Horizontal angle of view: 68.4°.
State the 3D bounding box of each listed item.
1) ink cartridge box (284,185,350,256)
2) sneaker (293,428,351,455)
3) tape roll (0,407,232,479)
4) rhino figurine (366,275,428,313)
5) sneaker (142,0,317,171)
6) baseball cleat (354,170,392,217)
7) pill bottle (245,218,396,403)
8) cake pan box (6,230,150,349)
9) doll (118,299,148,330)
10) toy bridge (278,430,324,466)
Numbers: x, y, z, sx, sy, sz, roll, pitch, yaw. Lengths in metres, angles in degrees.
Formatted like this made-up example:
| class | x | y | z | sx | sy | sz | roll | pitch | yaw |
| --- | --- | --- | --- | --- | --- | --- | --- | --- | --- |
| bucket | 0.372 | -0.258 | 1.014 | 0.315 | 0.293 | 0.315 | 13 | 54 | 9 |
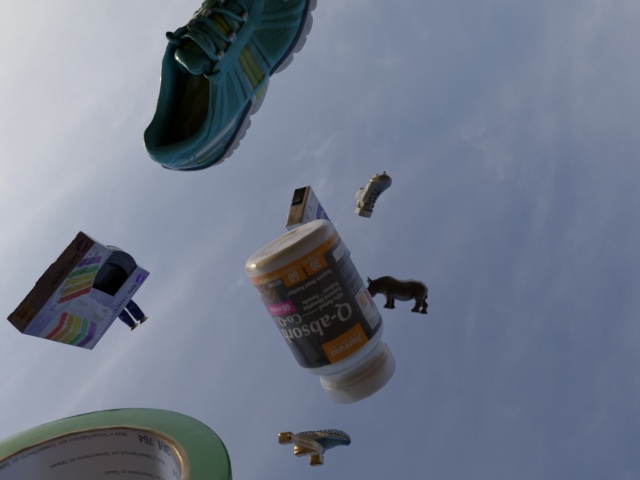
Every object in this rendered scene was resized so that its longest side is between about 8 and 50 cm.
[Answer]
| class | x | y | z | sx | sy | sz | roll | pitch | yaw |
| --- | --- | --- | --- | --- | --- | --- | --- | --- | --- |
| ink cartridge box | 0.000 | 0.000 | 1.500 | 0.065 | 0.333 | 0.165 | -12 | -136 | 24 |
| sneaker | 0.006 | 0.559 | 1.285 | 0.162 | 0.063 | 0.073 | -9 | -104 | 13 |
| tape roll | -0.246 | 0.279 | 0.457 | 0.321 | 0.321 | 0.077 | 1 | -79 | 15 |
| rhino figurine | 0.229 | 0.168 | 1.516 | 0.243 | 0.073 | 0.106 | 8 | -98 | 9 |
| sneaker | -0.089 | -0.186 | 0.454 | 0.107 | 0.110 | 0.275 | 30 | -72 | 9 |
| baseball cleat | 0.159 | -0.128 | 1.421 | 0.072 | 0.206 | 0.109 | 8 | -105 | -12 |
| pill bottle | 0.007 | 0.118 | 0.783 | 0.162 | 0.162 | 0.278 | -29 | -80 | -4 |
| cake pan box | -0.579 | 0.129 | 1.170 | 0.070 | 0.246 | 0.267 | 30 | -104 | 20 |
| doll | -0.622 | 0.190 | 1.443 | 0.129 | 0.046 | 0.189 | -34 | -79 | 4 |
| toy bridge | -0.032 | 0.501 | 1.132 | 0.063 | 0.188 | 0.026 | -16 | -135 | 19 |
